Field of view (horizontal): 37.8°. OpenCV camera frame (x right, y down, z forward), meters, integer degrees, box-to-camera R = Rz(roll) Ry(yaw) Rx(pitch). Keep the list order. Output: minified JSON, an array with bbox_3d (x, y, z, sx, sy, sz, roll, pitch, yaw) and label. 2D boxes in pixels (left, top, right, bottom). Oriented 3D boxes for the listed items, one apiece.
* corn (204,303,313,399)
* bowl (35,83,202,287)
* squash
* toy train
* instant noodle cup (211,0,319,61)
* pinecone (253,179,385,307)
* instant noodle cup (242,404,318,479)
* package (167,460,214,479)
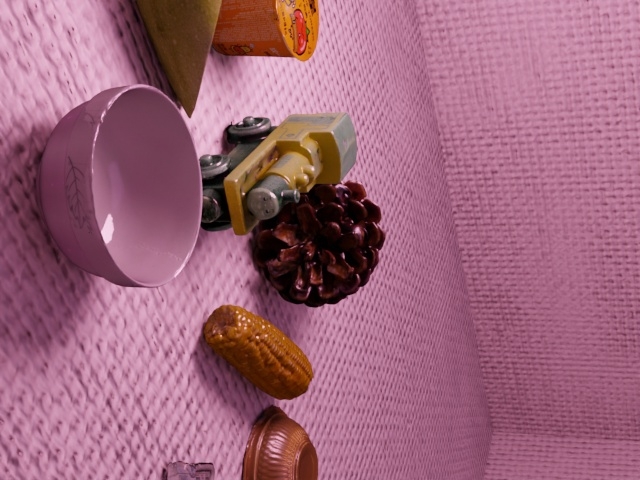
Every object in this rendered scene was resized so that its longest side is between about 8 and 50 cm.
[{"bbox_3d":[-0.113,0.224,1.825,0.363,0.121,0.120,47,46,-57],"label":"corn"},{"bbox_3d":[-0.298,-0.075,1.329,0.287,0.144,0.286,0,90,-69],"label":"bowl"},{"bbox_3d":[-0.190,-0.353,1.559,0.189,0.189,0.260,-68,144,-45],"label":"squash"},{"bbox_3d":[-0.094,-0.125,1.721,0.369,0.237,0.150,-55,141,-56],"label":"toy train"},{"bbox_3d":[-0.115,-0.439,1.766,0.216,0.172,0.215,-1,90,-69],"label":"instant noodle cup"},{"bbox_3d":[0.005,0.001,1.956,0.296,0.242,0.298,-39,131,-66],"label":"pinecone"},{"bbox_3d":[-0.067,0.485,1.962,0.274,0.091,0.273,-2,90,-69],"label":"instant noodle cup"},{"bbox_3d":[-0.231,0.475,1.634,0.171,0.027,0.173,38,54,-67],"label":"package"}]
